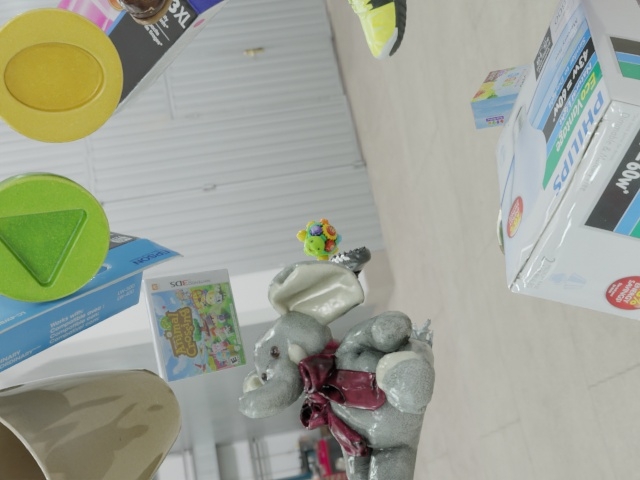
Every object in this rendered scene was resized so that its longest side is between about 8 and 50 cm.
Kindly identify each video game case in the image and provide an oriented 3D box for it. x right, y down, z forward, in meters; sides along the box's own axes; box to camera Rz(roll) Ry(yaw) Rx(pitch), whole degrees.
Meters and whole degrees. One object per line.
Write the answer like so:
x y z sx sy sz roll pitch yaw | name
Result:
-0.258 0.172 1.522 0.023 0.193 0.212 -24 76 52 | video game case

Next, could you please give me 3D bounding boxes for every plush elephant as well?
0.011 0.181 0.961 0.330 0.255 0.272 -64 -18 -63 | plush elephant

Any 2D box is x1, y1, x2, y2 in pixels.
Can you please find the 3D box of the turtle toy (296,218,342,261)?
0.000 0.000 1.637 0.095 0.066 0.130 48 -143 -1 | turtle toy

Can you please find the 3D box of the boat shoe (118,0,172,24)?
-0.189 -0.362 0.870 0.073 0.073 0.207 52 -132 -71 | boat shoe

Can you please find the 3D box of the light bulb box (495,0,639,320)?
0.433 -0.141 1.106 0.361 0.225 0.358 -80 3 -47 | light bulb box

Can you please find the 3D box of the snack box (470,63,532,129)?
0.428 -0.313 1.554 0.207 0.174 0.070 -52 -51 -51 | snack box

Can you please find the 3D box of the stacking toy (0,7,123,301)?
-0.349 -0.079 0.704 0.130 0.308 0.280 39 135 55 | stacking toy

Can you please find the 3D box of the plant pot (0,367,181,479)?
-0.324 0.280 0.986 0.274 0.256 0.257 -26 -69 -57 | plant pot

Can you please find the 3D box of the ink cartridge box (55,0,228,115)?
-0.265 -0.351 1.084 0.176 0.371 0.069 53 -141 -6 | ink cartridge box

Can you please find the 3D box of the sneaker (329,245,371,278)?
0.050 0.086 1.603 0.234 0.078 0.106 -32 77 54 | sneaker

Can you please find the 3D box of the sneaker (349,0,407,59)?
0.084 -0.575 1.559 0.145 0.147 0.385 -150 46 -67 | sneaker

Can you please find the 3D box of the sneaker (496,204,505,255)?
0.443 -0.047 1.655 0.086 0.064 0.192 -134 42 -76 | sneaker

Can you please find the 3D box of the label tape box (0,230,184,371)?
-0.363 0.070 0.889 0.347 0.249 0.115 12 117 37 | label tape box
